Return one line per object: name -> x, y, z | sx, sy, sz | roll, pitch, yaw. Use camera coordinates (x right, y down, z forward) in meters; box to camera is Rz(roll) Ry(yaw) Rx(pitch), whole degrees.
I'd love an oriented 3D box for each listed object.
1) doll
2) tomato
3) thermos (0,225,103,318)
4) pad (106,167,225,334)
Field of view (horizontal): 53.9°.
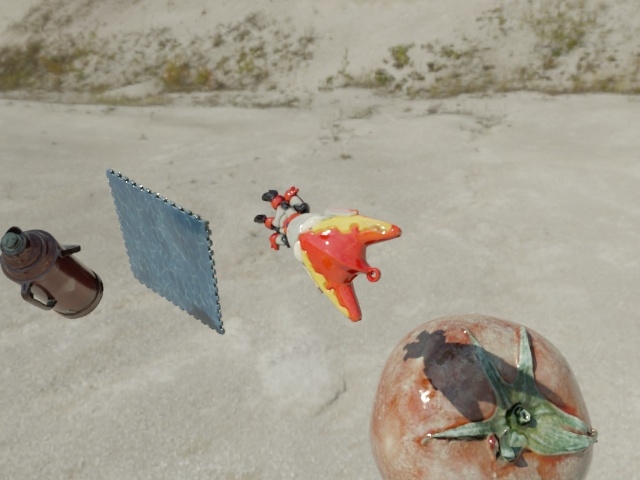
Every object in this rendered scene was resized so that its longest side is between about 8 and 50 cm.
doll -> 0.000, 0.000, 0.674 | 0.169, 0.109, 0.057 | 34, 17, 37
tomato -> 0.223, 0.262, 0.902 | 0.317, 0.316, 0.282 | -2, -17, -18
thermos -> -0.437, 0.050, 1.004 | 0.099, 0.124, 0.232 | -4, -24, 3
pad -> -0.277, 0.023, 1.130 | 0.269, 0.269, 0.012 | 25, 44, 31
